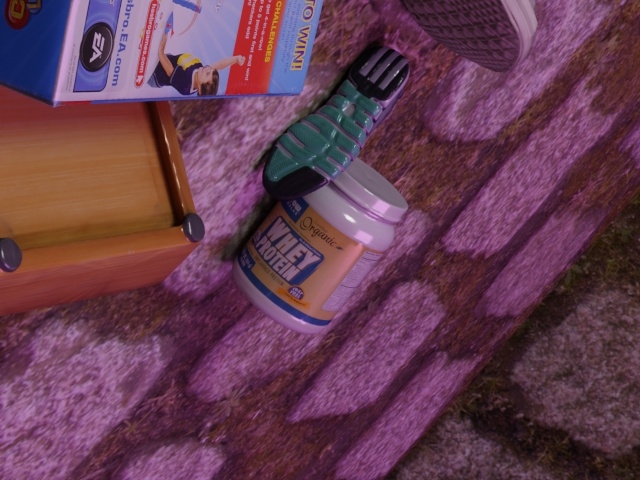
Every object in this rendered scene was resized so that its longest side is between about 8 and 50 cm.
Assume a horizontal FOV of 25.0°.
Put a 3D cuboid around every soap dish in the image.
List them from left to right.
[{"bbox_3d":[-0.222,-0.064,1.103,0.118,0.229,0.291,-15,178,32],"label":"soap dish"}]

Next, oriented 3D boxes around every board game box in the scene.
[{"bbox_3d":[-0.095,-0.260,1.051,0.302,0.086,0.308,-11,118,-58],"label":"board game box"}]

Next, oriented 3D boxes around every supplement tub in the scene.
[{"bbox_3d":[0.000,0.000,1.768,0.200,0.144,0.144,-53,158,15],"label":"supplement tub"}]

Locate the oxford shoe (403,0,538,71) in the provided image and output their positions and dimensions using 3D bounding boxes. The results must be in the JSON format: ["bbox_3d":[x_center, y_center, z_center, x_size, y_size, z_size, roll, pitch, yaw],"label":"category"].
[{"bbox_3d":[0.166,-0.312,1.517,0.130,0.169,0.449,-60,161,-13],"label":"oxford shoe"}]

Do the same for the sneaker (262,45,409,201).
[{"bbox_3d":[0.026,-0.122,1.690,0.224,0.083,0.098,-45,164,-5],"label":"sneaker"}]
